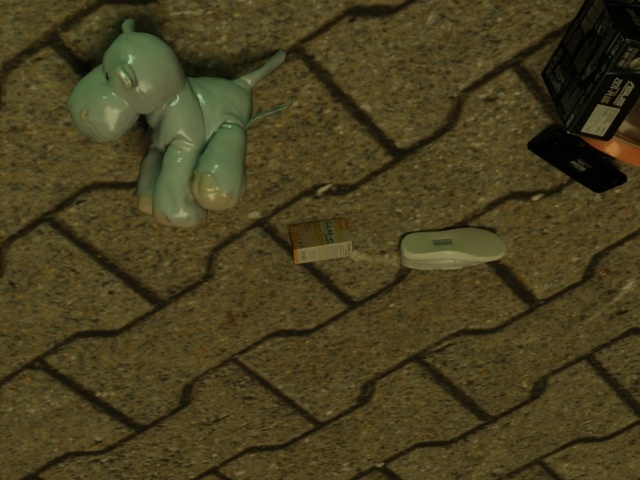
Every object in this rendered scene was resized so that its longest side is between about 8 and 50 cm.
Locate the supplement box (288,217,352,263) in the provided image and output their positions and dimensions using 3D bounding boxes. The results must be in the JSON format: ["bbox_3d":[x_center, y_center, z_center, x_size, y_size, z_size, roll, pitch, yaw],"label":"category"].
[{"bbox_3d":[0.000,0.000,2.138,0.098,0.062,0.036,-9,134,-5],"label":"supplement box"}]

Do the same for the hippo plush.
[{"bbox_3d":[-0.216,-0.171,1.795,0.294,0.234,0.236,-36,132,23],"label":"hippo plush"}]

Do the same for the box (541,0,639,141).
[{"bbox_3d":[0.421,-0.264,1.908,0.078,0.147,0.180,9,131,-21],"label":"box"}]

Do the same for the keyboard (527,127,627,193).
[{"bbox_3d":[0.440,-0.143,2.127,0.192,0.038,0.100,27,147,-35],"label":"keyboard"}]

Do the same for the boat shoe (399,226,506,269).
[{"bbox_3d":[0.228,0.023,2.215,0.184,0.066,0.063,-6,146,-8],"label":"boat shoe"}]

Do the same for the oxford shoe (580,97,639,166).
[{"bbox_3d":[0.587,-0.175,2.056,0.364,0.130,0.132,10,115,-32],"label":"oxford shoe"}]
